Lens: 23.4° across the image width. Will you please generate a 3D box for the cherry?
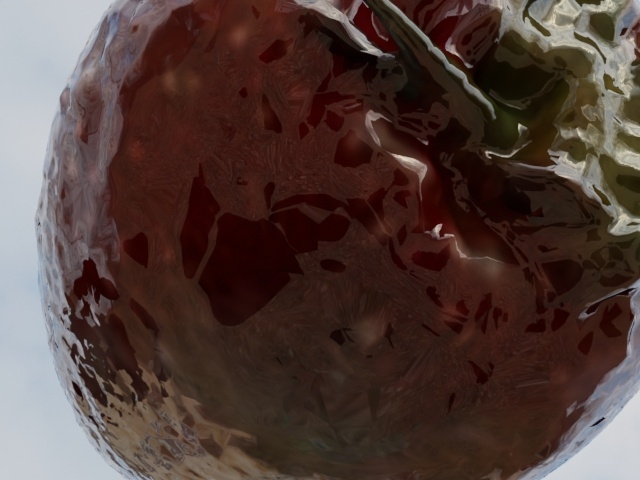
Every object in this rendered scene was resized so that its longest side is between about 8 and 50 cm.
[{"bbox_3d":[0.000,0.000,0.479,0.192,0.175,0.249,25,-52,-27],"label":"cherry"}]
